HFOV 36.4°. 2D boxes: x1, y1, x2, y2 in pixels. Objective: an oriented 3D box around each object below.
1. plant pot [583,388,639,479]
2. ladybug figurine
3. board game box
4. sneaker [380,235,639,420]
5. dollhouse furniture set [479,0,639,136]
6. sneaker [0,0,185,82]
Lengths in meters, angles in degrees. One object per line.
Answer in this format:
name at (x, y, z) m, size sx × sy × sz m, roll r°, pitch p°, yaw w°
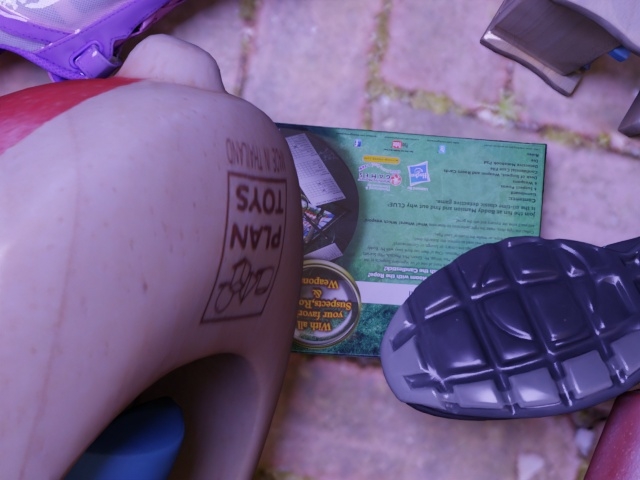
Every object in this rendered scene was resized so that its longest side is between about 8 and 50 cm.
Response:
plant pot at (0.212, 0.231, 0.486) m, size 0.272 × 0.272 × 0.265 m, roll 20°, pitch 81°, yaw -5°
ladybug figurine at (-0.152, 0.117, 0.437) m, size 0.162 × 0.305 × 0.449 m, roll 26°, pitch 99°, yaw 20°
board game box at (0.000, 0.000, 0.572) m, size 0.260 × 0.030 × 0.136 m, roll 5°, pitch 87°, yaw -5°
sneaker at (0.165, 0.045, 0.530) m, size 0.267 × 0.106 × 0.101 m, roll -16°, pitch 60°, yaw -2°
dollhouse furniture set at (0.212, -0.129, 0.539) m, size 0.184 × 0.129 × 0.129 m, roll 31°, pitch 87°, yaw -3°
sneaker at (-0.120, -0.138, 0.536) m, size 0.236 × 0.095 × 0.104 m, roll -9°, pitch 97°, yaw 0°
